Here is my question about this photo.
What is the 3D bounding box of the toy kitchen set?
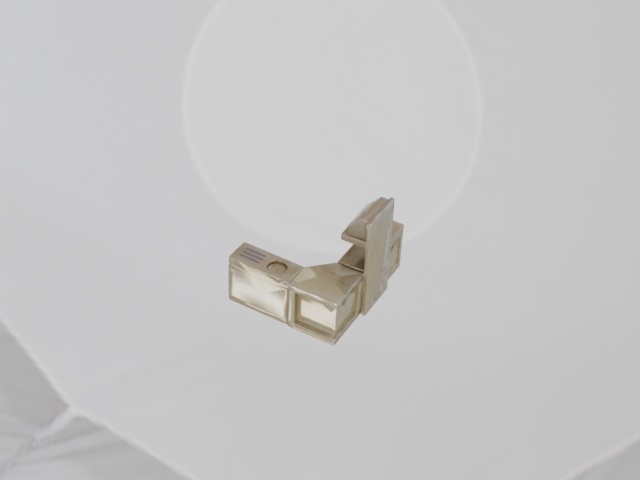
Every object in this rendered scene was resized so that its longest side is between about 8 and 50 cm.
[{"bbox_3d":[0.000,0.000,0.700,0.083,0.075,0.068,-47,150,-43],"label":"toy kitchen set"}]
